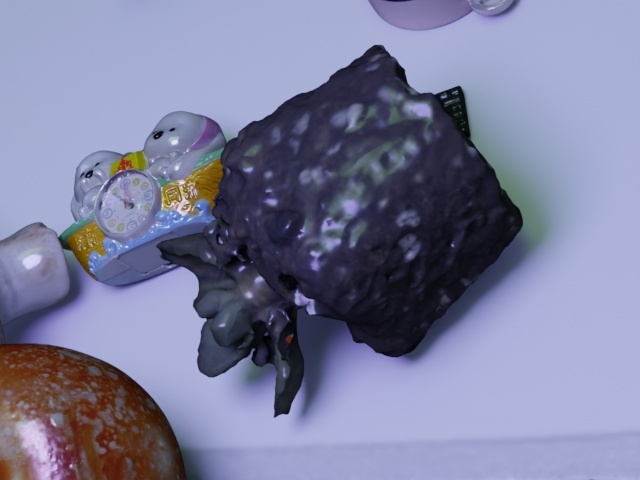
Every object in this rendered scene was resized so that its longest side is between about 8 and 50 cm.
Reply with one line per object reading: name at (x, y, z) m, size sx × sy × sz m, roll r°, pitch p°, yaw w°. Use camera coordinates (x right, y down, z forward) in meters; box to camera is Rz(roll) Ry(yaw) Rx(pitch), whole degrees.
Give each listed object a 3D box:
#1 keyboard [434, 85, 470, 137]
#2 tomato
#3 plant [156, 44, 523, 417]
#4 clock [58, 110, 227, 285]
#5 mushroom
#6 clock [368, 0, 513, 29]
keyboard at (0.047, -0.095, 1.440) m, size 0.204 × 0.013 × 0.061 m, roll -18°, pitch 54°, yaw 18°
tomato at (-0.236, 0.223, 1.267) m, size 0.270 × 0.223 × 0.270 m, roll -6°, pitch 81°, yaw 40°
plant at (0.000, 0.000, 1.282) m, size 0.312 × 0.213 × 0.215 m, roll -35°, pitch 54°, yaw 2°
clock at (-0.168, -0.048, 1.469) m, size 0.231 × 0.103 × 0.144 m, roll -23°, pitch 62°, yaw 15°
mushroom at (-0.359, 0.062, 1.454) m, size 0.244 × 0.243 × 0.243 m, roll -13°, pitch 56°, yaw 21°
clock at (0.109, -0.295, 1.499) m, size 0.155 × 0.063 × 0.229 m, roll -48°, pitch 53°, yaw -4°
